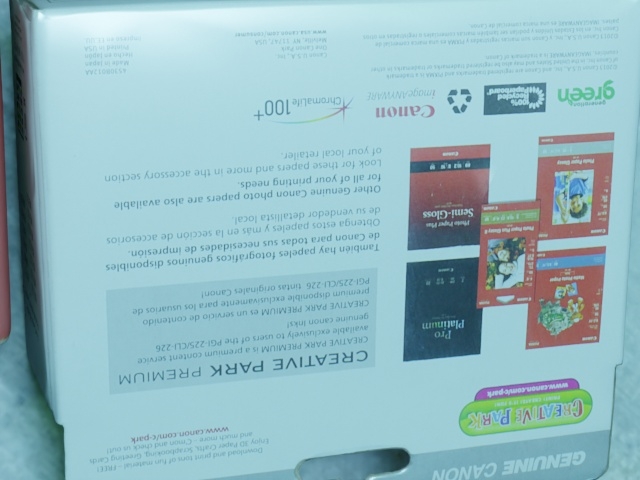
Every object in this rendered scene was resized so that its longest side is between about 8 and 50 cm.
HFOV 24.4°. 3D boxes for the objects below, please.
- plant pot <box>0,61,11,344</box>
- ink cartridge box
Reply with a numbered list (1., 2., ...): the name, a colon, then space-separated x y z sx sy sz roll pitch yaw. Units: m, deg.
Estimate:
1. plant pot: -0.264 -0.050 0.692 0.275 0.275 0.243 -13 91 -18
2. ink cartridge box: 0.000 0.000 0.789 0.309 0.130 0.272 -4 105 -16
